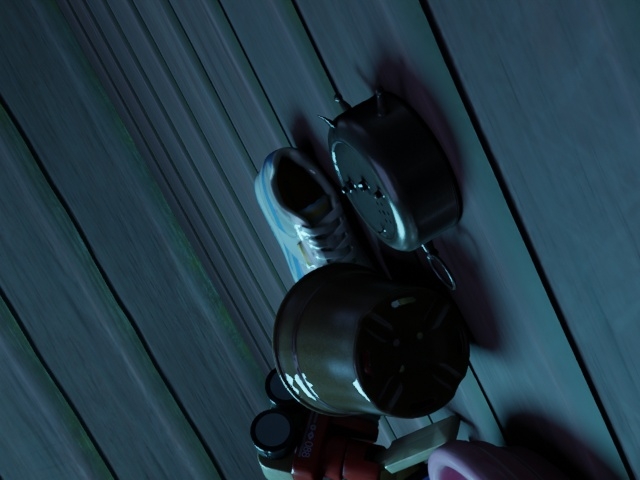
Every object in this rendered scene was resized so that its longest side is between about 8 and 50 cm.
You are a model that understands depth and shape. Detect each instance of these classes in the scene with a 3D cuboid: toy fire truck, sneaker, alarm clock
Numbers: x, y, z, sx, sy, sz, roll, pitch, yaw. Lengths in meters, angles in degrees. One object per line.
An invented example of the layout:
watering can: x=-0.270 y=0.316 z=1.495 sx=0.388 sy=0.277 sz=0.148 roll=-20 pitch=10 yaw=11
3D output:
toy fire truck: x=0.055 y=0.206 z=1.232 sx=0.246 sy=0.217 sz=0.158 roll=11 pitch=150 yaw=12
sneaker: x=0.000 y=0.000 z=1.107 sx=0.229 sy=0.087 sz=0.092 roll=56 pitch=165 yaw=7
alarm clock: x=0.066 y=-0.037 z=0.830 sx=0.192 sy=0.064 sz=0.129 roll=59 pitch=168 yaw=-12

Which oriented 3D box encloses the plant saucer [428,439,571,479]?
plant saucer: x=0.233 y=0.331 z=0.972 sx=0.332 sy=0.084 sz=0.332 roll=55 pitch=166 yaw=21

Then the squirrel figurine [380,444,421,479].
squirrel figurine: x=0.133 y=0.573 z=1.512 sx=0.397 sy=0.281 sz=0.370 roll=50 pitch=171 yaw=44

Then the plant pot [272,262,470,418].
plant pot: x=0.056 y=0.105 z=0.995 sx=0.167 sy=0.167 sz=0.165 roll=61 pitch=159 yaw=-10

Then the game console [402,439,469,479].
game console: x=0.153 y=0.315 z=1.151 sx=0.071 sy=0.122 sz=0.107 roll=40 pitch=157 yaw=53
